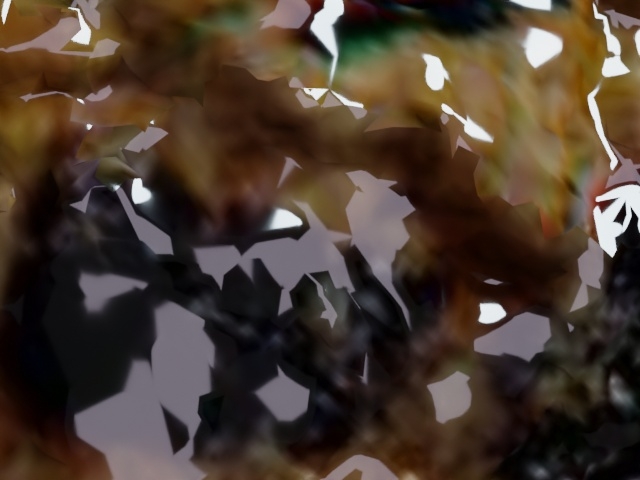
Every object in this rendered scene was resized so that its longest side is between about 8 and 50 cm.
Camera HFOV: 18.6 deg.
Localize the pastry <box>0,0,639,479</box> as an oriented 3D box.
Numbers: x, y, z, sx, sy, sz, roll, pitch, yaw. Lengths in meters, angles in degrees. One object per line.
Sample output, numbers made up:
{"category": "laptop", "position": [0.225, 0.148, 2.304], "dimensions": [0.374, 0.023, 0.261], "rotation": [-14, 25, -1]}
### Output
{"category": "pastry", "position": [-0.001, 0.017, 0.513], "dimensions": [0.405, 0.292, 0.337], "rotation": [-30, 98, -28]}
